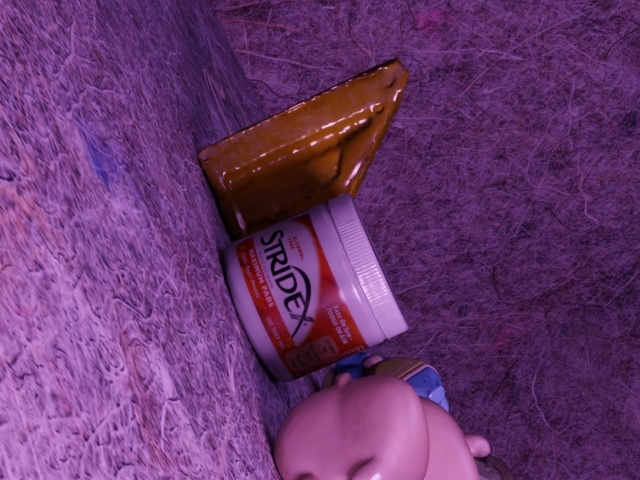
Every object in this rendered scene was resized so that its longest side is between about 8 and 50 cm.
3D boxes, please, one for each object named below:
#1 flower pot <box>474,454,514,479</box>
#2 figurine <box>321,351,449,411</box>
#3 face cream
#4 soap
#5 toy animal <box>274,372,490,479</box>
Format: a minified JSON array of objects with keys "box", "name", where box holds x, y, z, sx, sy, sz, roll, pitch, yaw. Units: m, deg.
[{"box":[0.210,0.446,1.904,0.203,0.212,0.212,35,17,-24],"name":"flower pot"},{"box":[0.110,0.262,1.694,0.262,0.154,0.180,11,-29,49],"name":"figurine"},{"box":[-0.008,0.063,1.383,0.201,0.187,0.201,-24,90,-86],"name":"face cream"},{"box":[0.031,-0.061,1.562,0.169,0.339,0.304,20,46,-83],"name":"soap"},{"box":[0.058,0.249,1.181,0.221,0.210,0.229,63,22,-20],"name":"toy animal"}]
